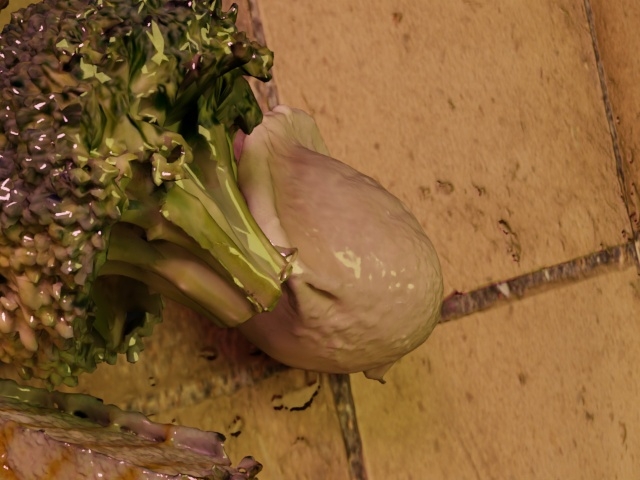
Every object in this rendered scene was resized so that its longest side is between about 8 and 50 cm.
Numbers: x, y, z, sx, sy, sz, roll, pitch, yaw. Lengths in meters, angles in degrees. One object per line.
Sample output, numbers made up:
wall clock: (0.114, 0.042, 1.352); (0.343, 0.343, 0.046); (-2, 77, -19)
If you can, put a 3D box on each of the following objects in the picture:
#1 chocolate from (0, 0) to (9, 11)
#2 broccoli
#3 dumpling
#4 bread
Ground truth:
chocolate: (-0.176, -0.148, 0.797); (0.102, 0.065, 0.329); (53, 46, -28)
broccoli: (-0.096, -0.027, 0.760); (0.176, 0.226, 0.198); (35, 80, -30)
dumpling: (-0.001, -0.001, 0.971); (0.215, 0.126, 0.166); (10, 56, -50)
bread: (-0.111, 0.132, 0.760); (0.103, 0.156, 0.110); (16, 87, -62)
